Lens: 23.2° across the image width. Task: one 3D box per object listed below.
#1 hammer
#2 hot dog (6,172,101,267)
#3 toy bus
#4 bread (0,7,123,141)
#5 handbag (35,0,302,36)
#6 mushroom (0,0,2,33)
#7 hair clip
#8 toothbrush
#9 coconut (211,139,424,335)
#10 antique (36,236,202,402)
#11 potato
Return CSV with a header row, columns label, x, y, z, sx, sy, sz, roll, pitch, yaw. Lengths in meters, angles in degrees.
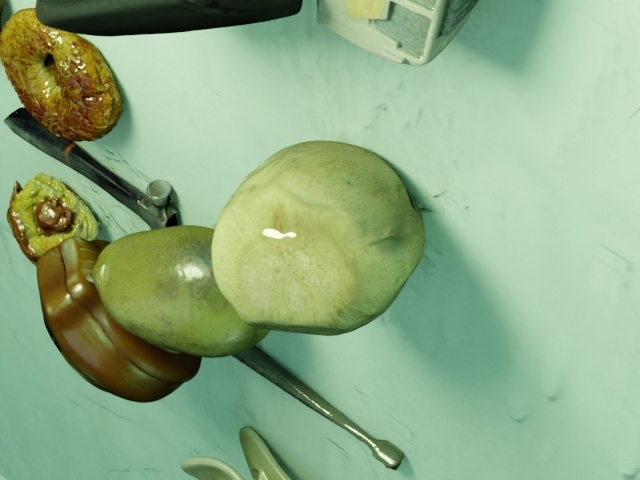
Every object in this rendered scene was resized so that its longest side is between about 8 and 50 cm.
label,x,y,z,sx,sy,sz,roll,pitch,yaw
hammer,-0.301,-0.090,2.046,0.290,0.037,0.137,33,150,22
hot dog,-0.389,-0.014,2.210,0.146,0.103,0.213,44,155,1
toy bus,0.074,-0.275,1.173,0.138,0.097,0.342,31,150,13
bread,-0.319,-0.197,1.892,0.193,0.064,0.193,33,148,24
handbag,-0.126,-0.318,1.341,0.302,0.178,0.275,5,92,56
mushroom,-0.432,-0.292,1.904,0.094,0.072,0.210,33,152,8
hair clip,-0.068,0.389,2.317,0.282,0.113,0.172,41,154,6
toothbrush,-0.010,0.214,2.075,0.297,0.030,0.030,34,162,20
coconut,0.000,0.000,1.568,0.224,0.224,0.224,34,152,21
antique,-0.274,0.109,2.102,0.278,0.129,0.223,36,-155,-48
potato,-0.175,0.059,1.935,0.251,0.159,0.174,5,117,19
